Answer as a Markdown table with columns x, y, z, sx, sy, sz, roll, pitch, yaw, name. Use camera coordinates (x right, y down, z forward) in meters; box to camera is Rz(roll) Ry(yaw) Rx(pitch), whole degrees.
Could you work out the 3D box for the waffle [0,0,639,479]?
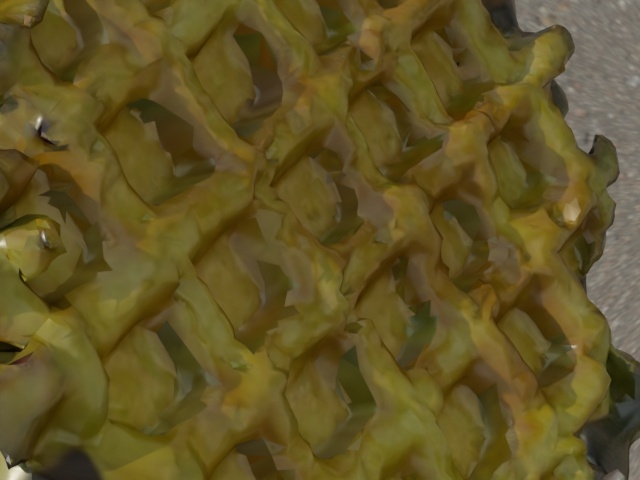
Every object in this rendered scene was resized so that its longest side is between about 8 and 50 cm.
| x | y | z | sx | sy | sz | roll | pitch | yaw | name |
| --- | --- | --- | --- | --- | --- | --- | --- | --- | --- |
| 0.000 | 0.000 | 0.610 | 0.095 | 0.380 | 0.382 | -26 | 57 | 40 | waffle |
